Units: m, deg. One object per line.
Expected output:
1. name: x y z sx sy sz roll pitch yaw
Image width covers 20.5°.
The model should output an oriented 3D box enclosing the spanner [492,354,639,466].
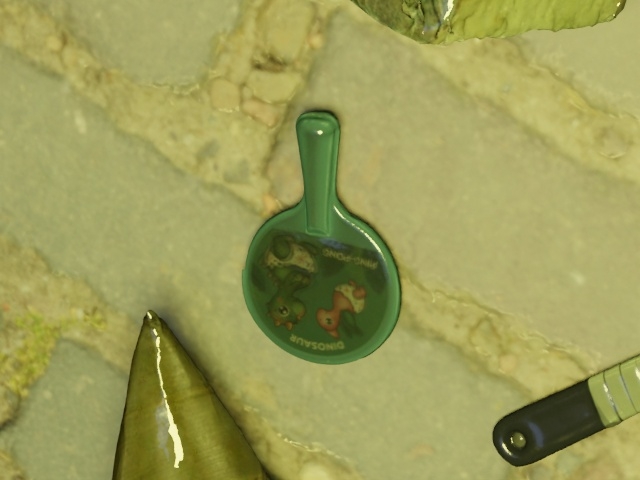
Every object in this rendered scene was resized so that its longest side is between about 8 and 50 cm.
1. spanner: 0.250 0.082 1.243 0.316 0.024 0.087 -29 95 28

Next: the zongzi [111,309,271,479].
1. zongzi: -0.159 0.285 1.381 0.356 0.174 0.393 -27 98 25

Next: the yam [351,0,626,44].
1. yam: 0.112 -0.283 1.067 0.201 0.202 0.271 47 131 41

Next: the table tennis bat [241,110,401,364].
1. table tennis bat: 0.000 0.000 1.303 0.124 0.033 0.201 7 116 17
